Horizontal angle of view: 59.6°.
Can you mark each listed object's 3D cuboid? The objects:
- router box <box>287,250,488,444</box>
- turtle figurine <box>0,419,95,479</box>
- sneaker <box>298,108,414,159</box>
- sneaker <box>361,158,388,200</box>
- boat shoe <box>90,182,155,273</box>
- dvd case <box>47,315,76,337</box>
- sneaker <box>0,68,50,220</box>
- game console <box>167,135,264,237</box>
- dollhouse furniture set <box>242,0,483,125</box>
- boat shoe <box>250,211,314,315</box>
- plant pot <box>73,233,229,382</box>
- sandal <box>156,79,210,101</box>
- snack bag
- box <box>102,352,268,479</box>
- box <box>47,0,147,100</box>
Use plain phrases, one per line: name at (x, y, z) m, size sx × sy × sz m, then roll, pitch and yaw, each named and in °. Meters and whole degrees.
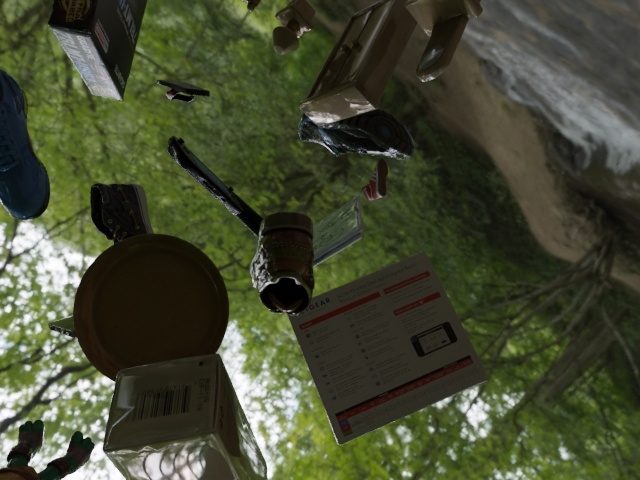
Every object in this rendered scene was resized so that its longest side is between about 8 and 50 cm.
router box at (0.135, 0.224, 1.194) m, size 0.082 × 0.335 × 0.301 m, roll 80°, pitch 167°, yaw -71°
turtle figurine at (-0.400, 0.313, 0.740) m, size 0.175 × 0.118 × 0.234 m, roll 35°, pitch 178°, yaw -3°
sneaker at (0.102, -0.296, 1.552) m, size 0.341 × 0.139 × 0.125 m, roll 18°, pitch -128°, yaw -19°
sneaker at (0.147, -0.163, 1.519) m, size 0.042 × 0.118 × 0.067 m, roll 25°, pitch 150°, yaw -33°
boat shoe at (-0.319, -0.008, 0.909) m, size 0.083 × 0.065 × 0.183 m, roll -2°, pitch -111°, yaw -50°
dvd case at (-0.439, 0.153, 1.185) m, size 0.221 × 0.018 × 0.164 m, roll -17°, pitch -170°, yaw -40°
sneaker at (-0.403, -0.126, 0.704) m, size 0.082 × 0.069 × 0.209 m, roll 91°, pitch 161°, yaw -79°
game console at (-0.180, -0.080, 1.165) m, size 0.213 × 0.044 × 0.361 m, roll 40°, pitch 176°, yaw 43°
dollhouse furniture set at (-0.039, -0.322, 0.650) m, size 0.355 × 0.174 × 0.303 m, roll 38°, pitch 156°, yaw -31°
boat shoe at (-0.065, 0.070, 0.906) m, size 0.111 × 0.104 × 0.307 m, roll -1°, pitch 155°, yaw -1°
plant pot at (-0.257, 0.108, 0.863) m, size 0.236 × 0.236 × 0.032 m, roll 31°, pitch 174°, yaw 3°
sandal at (-0.289, -0.305, 1.158) m, size 0.067 × 0.040 × 0.179 m, roll -7°, pitch -155°, yaw -37°
snack bag at (0.000, 0.000, 1.768) m, size 0.037 × 0.323 × 0.342 m, roll 53°, pitch -165°, yaw -15°
box at (-0.173, 0.311, 0.797) m, size 0.148 × 0.311 × 0.121 m, roll -11°, pitch -139°, yaw 2°
box at (-0.376, -0.439, 0.992) m, size 0.073 × 0.293 × 0.295 m, roll 9°, pitch 172°, yaw -8°
